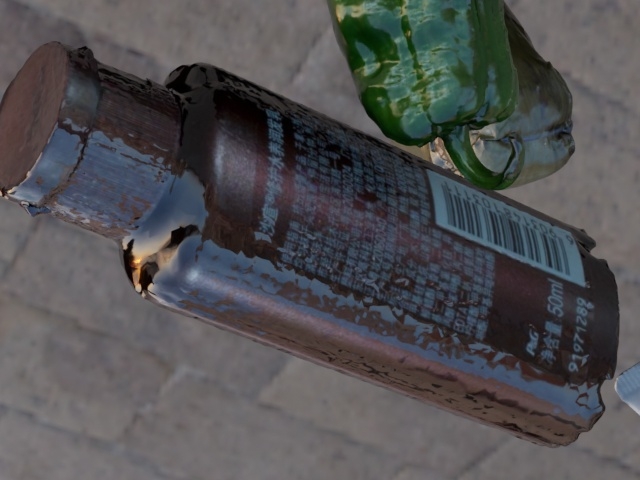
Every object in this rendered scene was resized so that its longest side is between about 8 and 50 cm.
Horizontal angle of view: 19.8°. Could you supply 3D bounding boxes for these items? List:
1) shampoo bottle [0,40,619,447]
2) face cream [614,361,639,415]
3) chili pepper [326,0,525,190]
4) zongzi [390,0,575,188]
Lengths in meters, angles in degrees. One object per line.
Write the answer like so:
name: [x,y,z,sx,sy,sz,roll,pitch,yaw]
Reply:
shampoo bottle: [0.000,0.000,0.873,0.323,0.129,0.084,21,146,-31]
face cream: [0.366,0.185,1.410,0.143,0.089,0.314,-34,104,13]
chili pepper: [0.043,-0.148,0.845,0.100,0.074,0.257,-7,98,32]
zongzi: [0.165,-0.249,2.105,0.174,0.393,0.356,-9,-171,-13]
